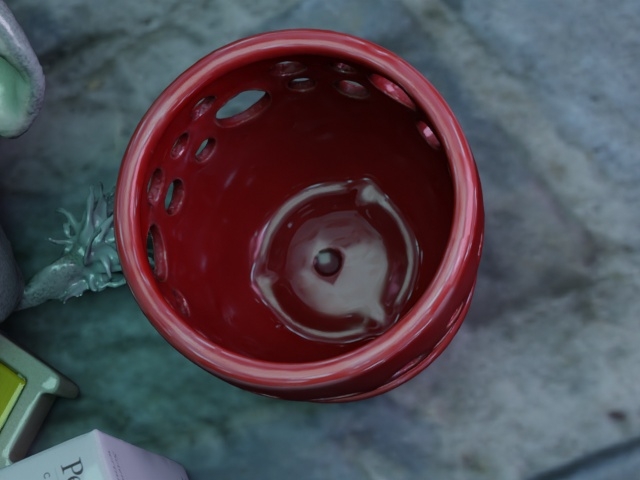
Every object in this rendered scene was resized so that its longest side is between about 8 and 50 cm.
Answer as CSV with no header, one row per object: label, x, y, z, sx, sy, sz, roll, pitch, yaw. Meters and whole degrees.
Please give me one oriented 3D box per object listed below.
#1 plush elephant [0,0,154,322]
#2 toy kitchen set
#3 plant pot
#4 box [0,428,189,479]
plush elephant,-0.262,-0.064,1.057,0.330,0.272,0.255,-16,98,-21
toy kitchen set,-0.248,0.109,1.047,0.122,0.207,0.166,26,85,15
plant pot,0.000,0.000,1.046,0.191,0.174,0.191,-3,76,10
box,-0.116,0.212,1.014,0.119,0.182,0.181,-24,73,5
